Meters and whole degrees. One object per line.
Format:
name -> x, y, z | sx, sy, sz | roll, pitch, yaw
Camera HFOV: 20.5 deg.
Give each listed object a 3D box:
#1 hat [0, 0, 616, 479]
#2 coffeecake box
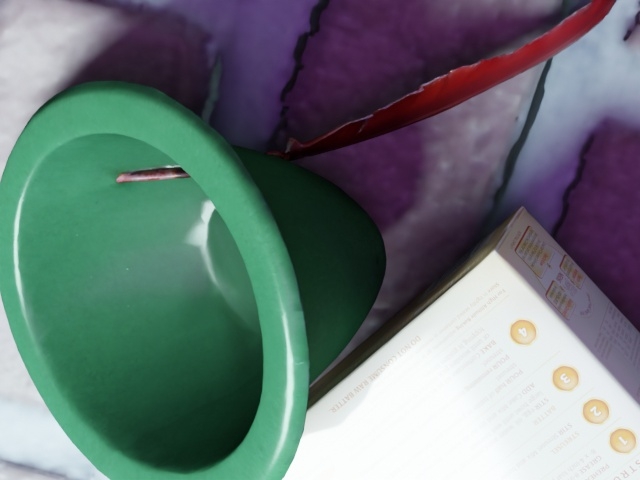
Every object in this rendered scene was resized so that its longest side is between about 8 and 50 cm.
hat -> 0.000, 0.000, 0.720 | 0.208, 0.183, 0.173 | -1, 105, 47
coffeecake box -> 0.087, 0.105, 0.707 | 0.142, 0.068, 0.185 | -42, 91, 23
